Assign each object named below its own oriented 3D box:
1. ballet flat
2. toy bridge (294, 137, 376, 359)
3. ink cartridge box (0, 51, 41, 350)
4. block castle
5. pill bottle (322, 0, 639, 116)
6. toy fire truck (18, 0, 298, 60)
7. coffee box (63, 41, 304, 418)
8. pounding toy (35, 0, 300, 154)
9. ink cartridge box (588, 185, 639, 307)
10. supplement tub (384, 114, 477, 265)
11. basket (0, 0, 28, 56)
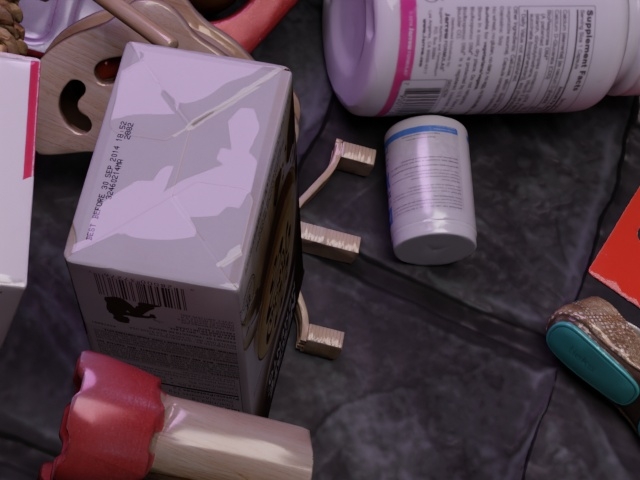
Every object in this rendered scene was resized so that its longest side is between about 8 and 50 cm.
[{"bbox_3d":[0.271,0.121,1.512,0.206,0.073,0.067,48,49,4],"label":"ballet flat"},{"bbox_3d":[0.000,0.000,1.511,0.063,0.026,0.188,14,64,-8],"label":"toy bridge"},{"bbox_3d":[-0.266,-0.006,1.321,0.100,0.237,0.172,7,65,-16],"label":"ink cartridge box"},{"bbox_3d":[-0.162,0.325,1.166,0.213,0.303,0.453,13,63,-9],"label":"block castle"},{"bbox_3d":[0.156,-0.185,1.562,0.283,0.160,0.160,-2,67,-17],"label":"pill bottle"},{"bbox_3d":[-0.149,-0.247,1.522,0.302,0.169,0.254,16,90,-10],"label":"toy fire truck"},{"bbox_3d":[-0.086,0.016,1.319,0.119,0.297,0.168,10,64,6],"label":"coffee box"},{"bbox_3d":[-0.140,-0.102,1.423,0.269,0.155,0.154,39,105,-11],"label":"pounding toy"},{"bbox_3d":[0.371,0.019,1.593,0.232,0.066,0.189,37,62,-3],"label":"ink cartridge box"},{"bbox_3d":[0.089,-0.041,1.529,0.071,0.071,0.107,4,65,-14],"label":"supplement tub"},{"bbox_3d":[-0.382,-0.202,1.332,0.299,0.213,0.223,-14,68,13],"label":"basket"}]
